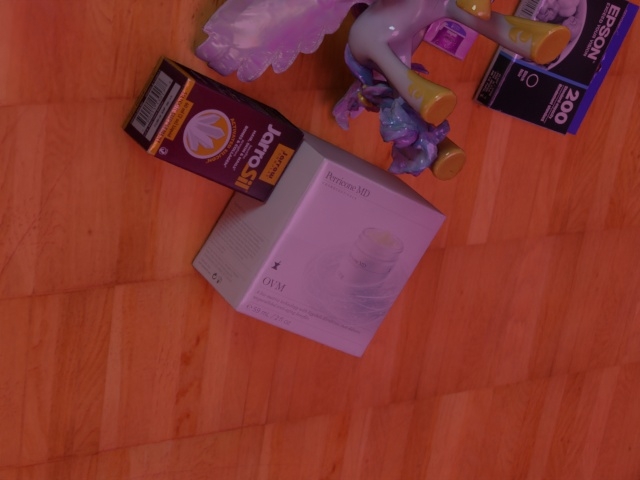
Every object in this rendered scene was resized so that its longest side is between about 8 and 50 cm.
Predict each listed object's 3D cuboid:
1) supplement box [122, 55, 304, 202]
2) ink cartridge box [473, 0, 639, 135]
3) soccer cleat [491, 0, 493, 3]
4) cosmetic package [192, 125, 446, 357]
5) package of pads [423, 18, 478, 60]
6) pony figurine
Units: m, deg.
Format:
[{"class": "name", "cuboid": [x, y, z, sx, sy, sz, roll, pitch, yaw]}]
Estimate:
[{"class": "supplement box", "cuboid": [-0.128, -0.132, 1.916, 0.188, 0.081, 0.104, 23, 102, -39]}, {"class": "ink cartridge box", "cuboid": [0.334, -0.250, 2.161, 0.208, 0.045, 0.206, 13, 108, -38]}, {"class": "soccer cleat", "cuboid": [0.221, -0.327, 2.057, 0.083, 0.029, 0.035, -48, 134, 6]}, {"class": "cosmetic package", "cuboid": [0.000, 0.000, 2.036, 0.224, 0.138, 0.225, 23, 101, -39]}, {"class": "package of pads", "cuboid": [0.163, -0.270, 2.051, 0.083, 0.032, 0.050, 22, 102, -38]}, {"class": "pony figurine", "cuboid": [0.077, -0.246, 1.851, 0.302, 0.363, 0.351, 14, 124, -44]}]
